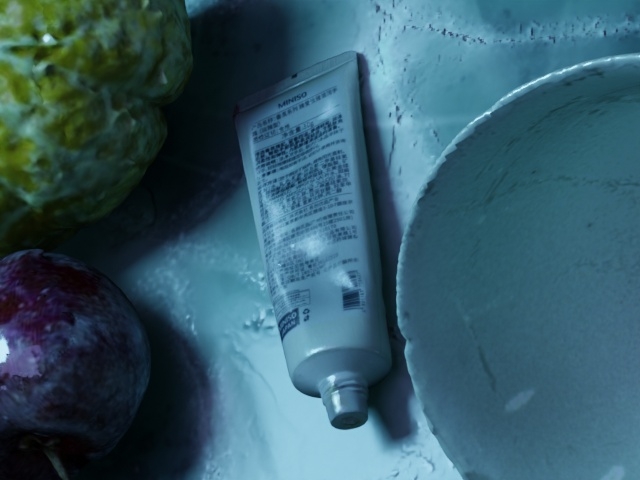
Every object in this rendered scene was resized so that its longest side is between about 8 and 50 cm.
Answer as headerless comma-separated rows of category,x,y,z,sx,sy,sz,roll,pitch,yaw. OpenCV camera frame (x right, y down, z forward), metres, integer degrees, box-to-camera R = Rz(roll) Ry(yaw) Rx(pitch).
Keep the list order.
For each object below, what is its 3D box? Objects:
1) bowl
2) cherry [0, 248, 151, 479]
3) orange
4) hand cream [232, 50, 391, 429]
bowl,0.282,0.042,1.281,0.434,0.435,0.196,3,28,31
cherry,-0.230,0.104,1.608,0.195,0.195,0.195,-11,65,26
orange,-0.261,-0.096,1.651,0.368,0.271,0.210,-29,72,14
hand cream,0.000,0.000,1.591,0.124,0.078,0.341,-24,53,21
